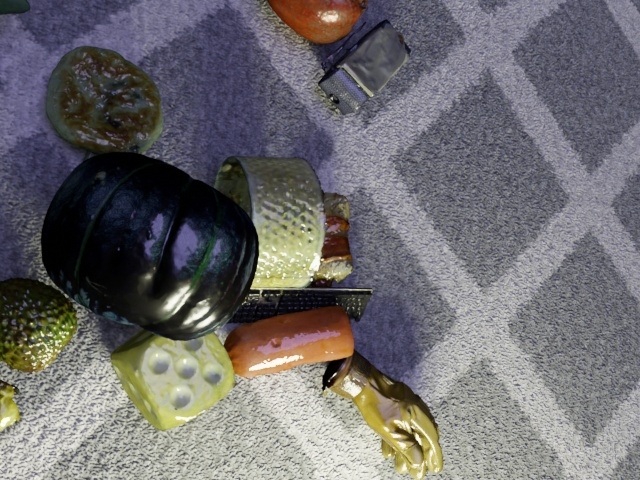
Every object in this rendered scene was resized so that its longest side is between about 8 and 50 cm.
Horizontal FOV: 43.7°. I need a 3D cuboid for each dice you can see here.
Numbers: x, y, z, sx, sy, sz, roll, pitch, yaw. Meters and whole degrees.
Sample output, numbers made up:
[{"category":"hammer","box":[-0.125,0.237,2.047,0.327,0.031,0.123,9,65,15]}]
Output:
[{"category":"dice","box":[-0.274,0.238,1.488,0.169,0.166,0.169,-34,98,-26]}]

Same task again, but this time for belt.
[{"category":"belt","box":[0.094,-0.396,1.782,0.126,0.139,0.230,49,67,-14]}]

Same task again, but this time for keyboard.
[{"category":"keyboard","box":[-0.044,0.137,1.664,0.316,0.106,0.027,2,43,-25]}]

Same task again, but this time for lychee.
[{"category":"lychee","box":[-0.510,0.139,1.388,0.171,0.171,0.171,4,81,-27]}]

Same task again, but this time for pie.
[{"category":"pie","box":[-0.412,-0.263,1.531,0.240,0.054,0.241,12,63,-24]}]

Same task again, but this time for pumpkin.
[{"category":"pumpkin","box":[-0.279,0.011,1.331,0.363,0.363,0.266,25,83,-22]}]

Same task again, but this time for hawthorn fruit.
[{"category":"hawthorn fruit","box":[-0.023,-0.552,1.718,0.262,0.210,0.211,31,69,-6]}]

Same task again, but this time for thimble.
[{"category":"thimble","box":[-0.110,-0.036,1.561,0.150,0.271,0.271,0,83,-25]}]

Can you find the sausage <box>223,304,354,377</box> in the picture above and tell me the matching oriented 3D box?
[{"category":"sausage","box":[-0.067,0.206,1.619,0.259,0.113,0.114,-9,87,-15]}]

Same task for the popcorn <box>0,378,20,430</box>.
[{"category":"popcorn","box":[-0.614,0.258,1.327,0.195,0.168,0.174,62,41,-50]}]

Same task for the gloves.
[{"category":"gloves","box":[0.150,0.368,1.701,0.331,0.154,0.141,45,67,-7]}]

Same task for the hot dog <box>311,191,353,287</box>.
[{"category":"hot dog","box":[0.000,0.000,1.707,0.146,0.103,0.213,5,70,-5]}]

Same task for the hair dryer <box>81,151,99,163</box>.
[{"category":"hair dryer","box":[-0.390,-0.061,1.537,0.267,0.092,0.229,8,73,-40]}]

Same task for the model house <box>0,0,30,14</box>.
[{"category":"model house","box":[-0.665,-0.359,1.326,0.280,0.245,0.312,31,79,-16]}]
